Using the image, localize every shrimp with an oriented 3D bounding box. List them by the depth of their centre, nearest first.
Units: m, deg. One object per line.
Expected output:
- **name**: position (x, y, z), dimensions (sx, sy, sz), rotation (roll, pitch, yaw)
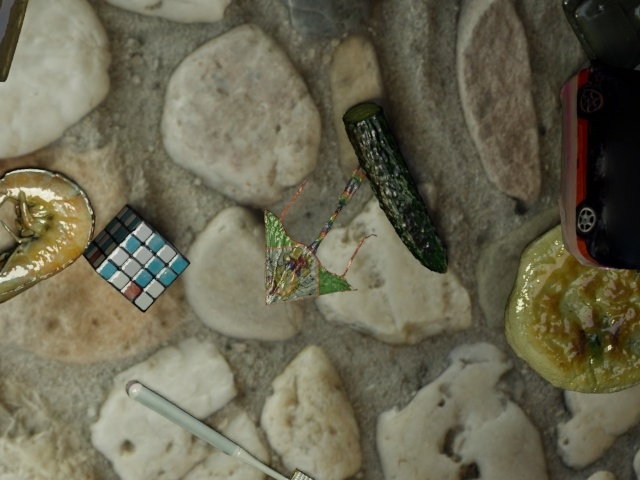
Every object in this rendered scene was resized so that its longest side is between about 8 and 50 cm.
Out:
- **shrimp**: position (-0.407, 0.007, 1.509), dimensions (0.251, 0.052, 0.143), rotation (-39, 104, -18)

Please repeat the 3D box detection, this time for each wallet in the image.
- **wallet**: position (0.488, -0.372, 1.786), dimensions (0.245, 0.052, 0.168), rotation (-44, 118, -10)

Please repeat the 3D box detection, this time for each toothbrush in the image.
- **toothbrush**: position (-0.139, 0.289, 1.700), dimensions (0.342, 0.025, 0.030), rotation (34, 84, -26)

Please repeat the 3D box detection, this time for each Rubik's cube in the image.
- **Rubik's cube**: position (-0.243, 0.023, 1.551), dimensions (0.092, 0.092, 0.092), rotation (-47, 116, -5)

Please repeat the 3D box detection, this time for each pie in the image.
- **pie**: position (0.442, 0.102, 1.868), dimensions (0.338, 0.075, 0.337), rotation (-4, 103, -19)

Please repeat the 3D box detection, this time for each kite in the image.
- **kite**: position (0.000, 0.000, 1.696), dimensions (0.198, 0.006, 0.244), rotation (38, 87, -26)

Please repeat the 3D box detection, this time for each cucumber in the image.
- **cucumber**: position (0.114, -0.062, 1.696), dimensions (0.068, 0.067, 0.293), rotation (-33, 115, -12)

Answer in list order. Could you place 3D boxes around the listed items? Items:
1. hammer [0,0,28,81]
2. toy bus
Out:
- **hammer**: position (-0.348, -0.408, 1.428), dimensions (0.168, 0.044, 0.439), rotation (16, 97, -24)
- **toy bus**: position (0.428, -0.105, 1.730), dimensions (0.128, 0.147, 0.302), rotation (4, 85, -15)
